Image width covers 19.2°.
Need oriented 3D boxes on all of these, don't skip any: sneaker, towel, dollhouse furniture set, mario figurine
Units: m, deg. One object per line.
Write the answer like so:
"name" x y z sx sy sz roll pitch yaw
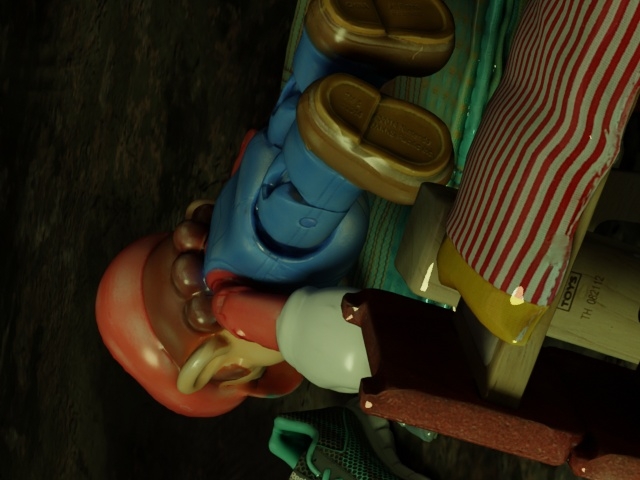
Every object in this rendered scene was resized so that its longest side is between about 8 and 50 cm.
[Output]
"sneaker" 0.018 0.152 1.123 0.166 0.076 0.065 -131 50 -56
"towel" 0.036 -0.095 1.171 0.271 0.040 0.370 34 116 60
"dollhouse furniture set" 0.103 -0.053 0.773 0.374 0.152 0.201 -106 34 -76
"mario figurine" 0.000 0.000 1.068 0.170 0.198 0.320 45 141 6
